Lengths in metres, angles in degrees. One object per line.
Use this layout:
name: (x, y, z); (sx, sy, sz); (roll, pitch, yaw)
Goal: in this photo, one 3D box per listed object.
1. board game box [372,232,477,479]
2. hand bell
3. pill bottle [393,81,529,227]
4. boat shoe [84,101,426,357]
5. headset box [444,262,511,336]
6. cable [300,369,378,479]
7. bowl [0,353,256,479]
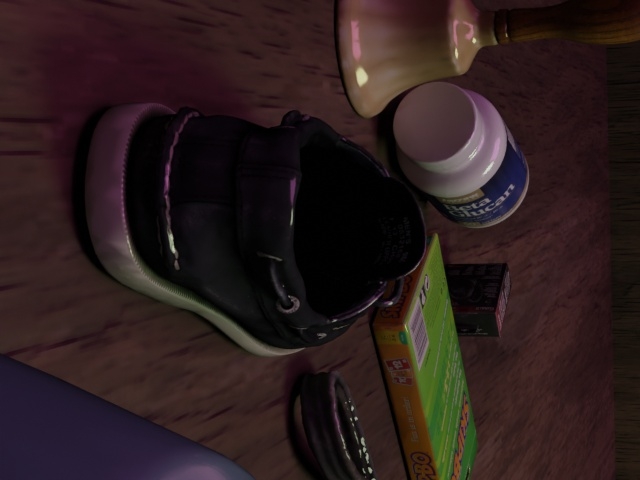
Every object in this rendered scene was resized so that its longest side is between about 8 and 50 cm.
board game box: (0.098, 0.133, 1.065); (0.124, 0.039, 0.259); (-65, 145, -49)
hand bell: (0.145, -0.160, 0.903); (0.126, 0.242, 0.126); (-1, 90, -71)
pill bottle: (0.118, -0.074, 1.040); (0.169, 0.094, 0.094); (35, 57, -66)
boat shoe: (0.000, -0.004, 0.683); (0.340, 0.113, 0.127); (36, 55, -66)
headset box: (0.143, 0.058, 1.151); (0.083, 0.062, 0.032); (-68, 150, -48)
cable: (0.051, 0.200, 0.880); (0.139, 0.072, 0.287); (-66, 149, -60)
bowl: (-0.092, 0.173, 0.355); (0.311, 0.163, 0.311); (0, 90, -71)
